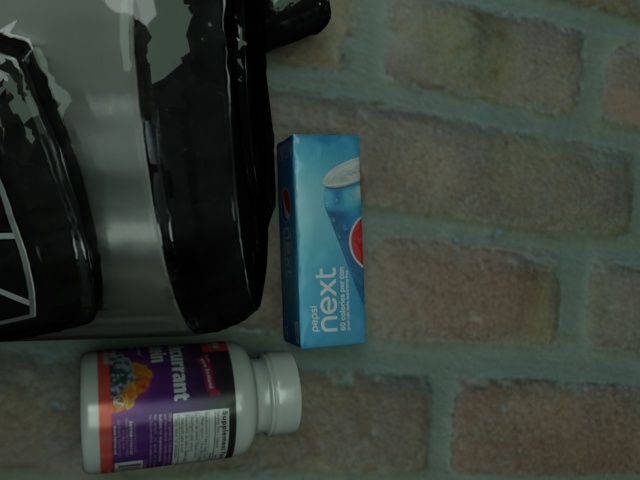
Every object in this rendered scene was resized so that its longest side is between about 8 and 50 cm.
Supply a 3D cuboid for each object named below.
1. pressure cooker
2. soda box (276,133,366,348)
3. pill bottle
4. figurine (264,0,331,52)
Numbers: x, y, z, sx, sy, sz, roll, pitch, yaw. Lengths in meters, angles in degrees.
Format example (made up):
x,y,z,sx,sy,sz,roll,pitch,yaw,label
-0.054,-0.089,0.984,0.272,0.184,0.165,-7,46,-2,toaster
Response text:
x,y,z,sx,sy,sz,roll,pitch,yaw,label
-0.246,-0.107,0.468,0.420,0.375,0.370,-1,77,-1,pressure cooker
0.000,0.000,0.712,0.071,0.067,0.210,-2,90,-18,soda box
-0.120,0.149,0.648,0.193,0.108,0.108,-2,89,-18,pill bottle
-0.131,-0.254,0.670,0.209,0.092,0.215,-32,97,-12,figurine
